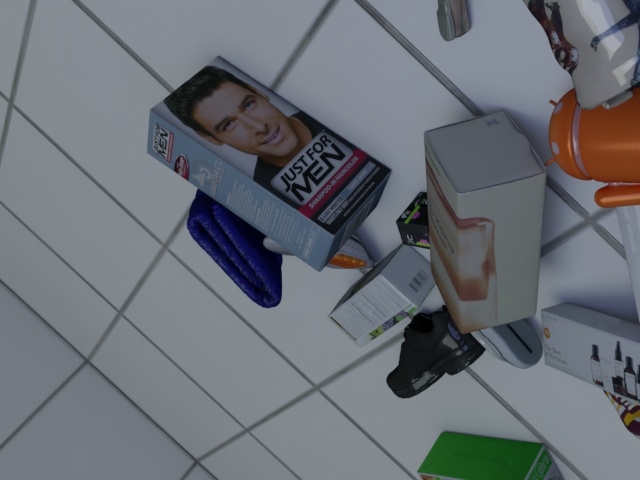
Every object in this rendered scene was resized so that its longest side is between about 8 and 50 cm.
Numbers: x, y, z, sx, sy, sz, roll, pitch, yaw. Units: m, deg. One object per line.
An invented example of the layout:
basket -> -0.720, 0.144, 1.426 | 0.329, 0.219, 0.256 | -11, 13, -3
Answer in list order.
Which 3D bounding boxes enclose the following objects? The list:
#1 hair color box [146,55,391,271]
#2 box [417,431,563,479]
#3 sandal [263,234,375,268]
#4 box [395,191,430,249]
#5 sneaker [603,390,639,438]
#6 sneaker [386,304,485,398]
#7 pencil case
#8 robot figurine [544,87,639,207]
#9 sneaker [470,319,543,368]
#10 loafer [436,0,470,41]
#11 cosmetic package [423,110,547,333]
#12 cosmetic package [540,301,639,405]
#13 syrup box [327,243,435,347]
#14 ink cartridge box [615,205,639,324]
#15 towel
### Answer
hair color box -> -0.091, -0.135, 1.481 | 0.374, 0.185, 0.114 | 34, 144, 11
box -> 0.375, 0.530, 1.816 | 0.262, 0.127, 0.231 | -4, 123, 46
sandal -> 0.008, -0.001, 1.573 | 0.102, 0.076, 0.265 | -3, 166, 40
box -> 0.173, -0.033, 1.426 | 0.062, 0.083, 0.052 | 10, 135, 37
sneaker -> 0.481, 0.244, 1.369 | 0.084, 0.069, 0.185 | 47, -174, -10
sneaker -> 0.203, 0.207, 1.666 | 0.130, 0.109, 0.286 | 50, 139, 4
pencil case -> 0.245, -0.327, 0.925 | 0.410, 0.160, 0.183 | 53, 173, -5
robot figurine -> 0.378, -0.132, 1.074 | 0.219, 0.128, 0.158 | 6, 137, 42
sneaker -> 0.271, 0.119, 1.491 | 0.258, 0.094, 0.091 | 54, 154, -10
loafer -> 0.175, -0.326, 1.150 | 0.045, 0.039, 0.125 | -125, 19, -49
cosmetic package -> 0.237, -0.020, 1.279 | 0.153, 0.129, 0.296 | -109, 7, -46
cosmetic package -> 0.429, 0.168, 1.314 | 0.239, 0.060, 0.099 | -161, 64, -66
syrup box -> 0.114, 0.106, 1.630 | 0.096, 0.093, 0.237 | 42, 146, -1
ink cartridge box -> 0.528, 0.045, 1.098 | 0.261, 0.066, 0.296 | -4, 106, 45
towel -> -0.143, -0.013, 1.621 | 0.228, 0.076, 0.308 | 47, -170, -14
